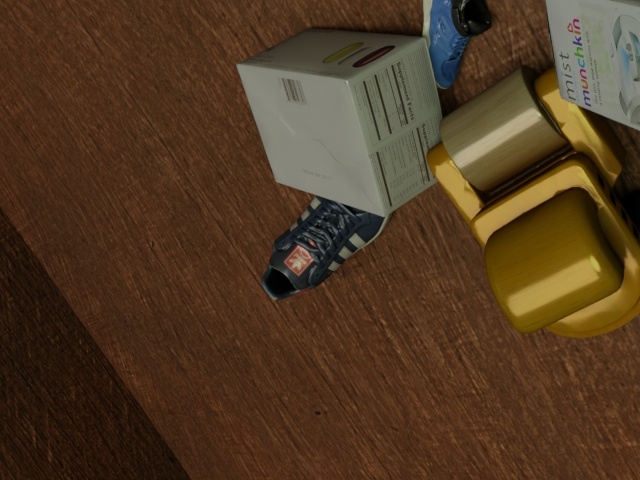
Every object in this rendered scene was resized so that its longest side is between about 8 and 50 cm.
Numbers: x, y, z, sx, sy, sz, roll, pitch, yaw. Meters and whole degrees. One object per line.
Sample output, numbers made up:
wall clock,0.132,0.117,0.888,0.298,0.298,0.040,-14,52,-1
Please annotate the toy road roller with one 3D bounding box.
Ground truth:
toy road roller,0.272,-0.034,1.030,0.202,0.240,0.329,-33,92,30

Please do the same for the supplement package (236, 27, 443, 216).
supplement package,0.033,-0.179,1.211,0.262,0.145,0.204,21,136,49

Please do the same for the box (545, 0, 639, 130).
box,0.377,-0.195,0.749,0.231,0.262,0.126,-126,16,-62

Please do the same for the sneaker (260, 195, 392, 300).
sneaker,0.000,0.000,1.431,0.131,0.148,0.350,44,141,8

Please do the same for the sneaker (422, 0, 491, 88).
sneaker,0.181,-0.266,1.108,0.085,0.058,0.152,24,129,42
